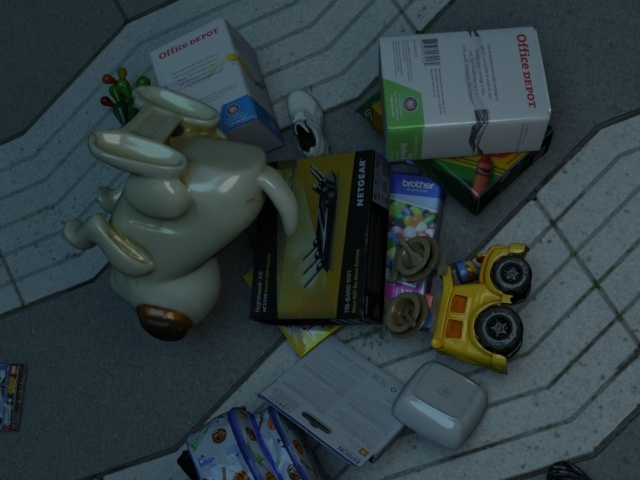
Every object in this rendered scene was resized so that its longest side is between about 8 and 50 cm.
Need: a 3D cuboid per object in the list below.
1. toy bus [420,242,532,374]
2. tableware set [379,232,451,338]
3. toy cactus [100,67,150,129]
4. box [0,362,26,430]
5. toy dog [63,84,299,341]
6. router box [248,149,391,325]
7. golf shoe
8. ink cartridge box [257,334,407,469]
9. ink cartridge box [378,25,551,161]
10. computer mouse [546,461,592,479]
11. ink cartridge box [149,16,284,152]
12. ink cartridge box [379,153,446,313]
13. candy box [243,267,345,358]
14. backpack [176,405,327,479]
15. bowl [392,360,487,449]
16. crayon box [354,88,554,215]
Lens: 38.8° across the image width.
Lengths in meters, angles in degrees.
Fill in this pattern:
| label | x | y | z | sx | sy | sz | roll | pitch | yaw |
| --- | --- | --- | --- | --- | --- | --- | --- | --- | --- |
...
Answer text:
| label | x | y | z | sx | sy | sz | roll | pitch | yaw |
| --- | --- | --- | --- | --- | --- | --- | --- | --- | --- |
| toy bus | 0.254 | 0.105 | 1.577 | 0.212 | 0.149 | 0.220 | 10 | 79 | 16 |
| tableware set | 0.152 | 0.074 | 1.565 | 0.128 | 0.039 | 0.194 | -13 | 55 | 45 |
| toy cactus | -0.395 | -0.255 | 1.895 | 0.219 | 0.112 | 0.180 | 28 | 106 | 31 |
| box | -0.664 | 0.324 | 1.887 | 0.094 | 0.027 | 0.137 | 0 | 78 | 19 |
| toy dog | -0.255 | -0.023 | 1.658 | 0.396 | 0.284 | 0.407 | 15 | 124 | -7 |
| router box | 0.000 | 0.000 | 1.669 | 0.243 | 0.081 | 0.308 | -5 | 74 | 31 |
| golf shoe | -0.029 | -0.231 | 1.787 | 0.069 | 0.086 | 0.176 | -25 | 70 | 13 |
| ink cartridge box | 0.036 | 0.287 | 1.588 | 0.223 | 0.224 | 0.045 | 33 | 130 | 22 |
| ink cartridge box | 0.243 | -0.254 | 1.578 | 0.273 | 0.114 | 0.198 | -3 | 64 | 2 |
| computer mouse | 0.416 | 0.520 | 1.482 | 0.189 | 0.072 | 0.272 | 23 | 73 | 23 |
| ink cartridge box | -0.204 | -0.284 | 1.809 | 0.171 | 0.168 | 0.232 | -22 | 72 | 13 |
| ink cartridge box | 0.128 | -0.019 | 1.702 | 0.186 | 0.065 | 0.311 | 7 | 78 | 19 |
| candy box | -0.052 | 0.115 | 1.743 | 0.105 | 0.027 | 0.206 | -41 | 69 | 7 |
| backpack | -0.112 | 0.405 | 1.567 | 0.213 | 0.263 | 0.276 | -39 | 68 | 6 |
| bowl | 0.210 | 0.273 | 1.569 | 0.142 | 0.053 | 0.142 | 28 | 47 | 20 |
| crayon box | 0.238 | -0.220 | 1.672 | 0.202 | 0.081 | 0.318 | -41 | 68 | -15 |
